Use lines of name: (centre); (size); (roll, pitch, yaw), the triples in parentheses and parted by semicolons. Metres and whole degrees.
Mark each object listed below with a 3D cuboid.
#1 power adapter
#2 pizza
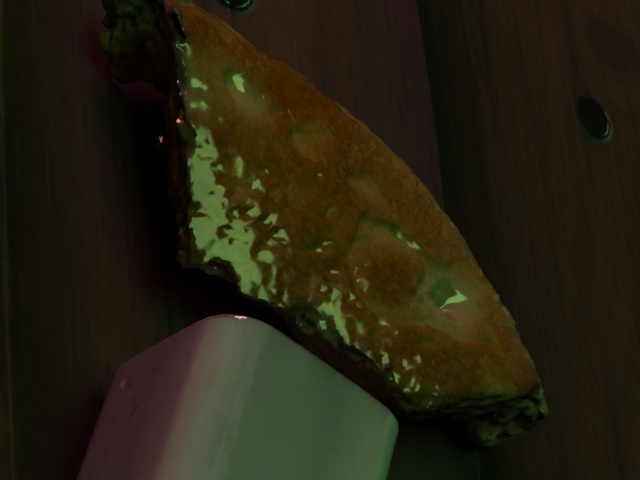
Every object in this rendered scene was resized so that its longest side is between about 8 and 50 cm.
power adapter: (-0.056, 0.160, 0.970); (0.130, 0.125, 0.205); (38, 47, -23)
pizza: (0.000, 0.000, 1.155); (0.365, 0.074, 0.182); (42, 43, -19)
